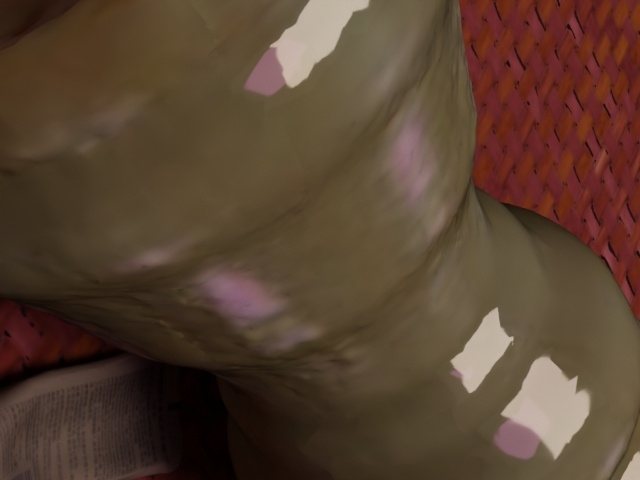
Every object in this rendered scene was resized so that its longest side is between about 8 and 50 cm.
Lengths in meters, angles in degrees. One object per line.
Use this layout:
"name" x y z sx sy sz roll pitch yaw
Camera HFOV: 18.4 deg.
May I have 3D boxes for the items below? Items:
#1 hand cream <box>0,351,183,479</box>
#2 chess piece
"hand cream" -0.100 0.075 0.769 0.165 0.037 0.057 -9 99 -61
"chess piece" 0.000 0.000 0.724 0.442 0.234 0.234 51 53 -42
